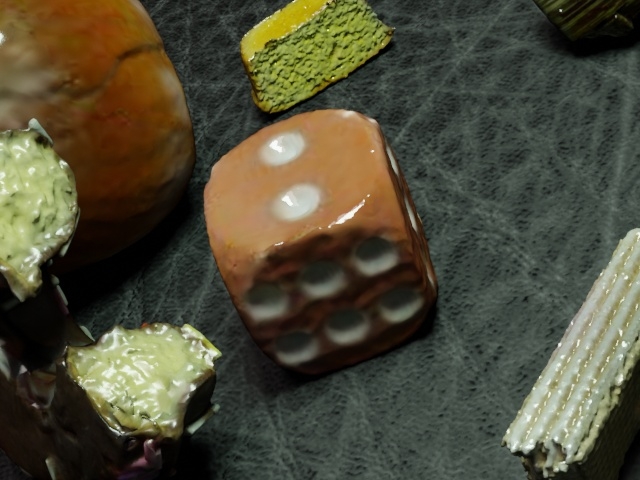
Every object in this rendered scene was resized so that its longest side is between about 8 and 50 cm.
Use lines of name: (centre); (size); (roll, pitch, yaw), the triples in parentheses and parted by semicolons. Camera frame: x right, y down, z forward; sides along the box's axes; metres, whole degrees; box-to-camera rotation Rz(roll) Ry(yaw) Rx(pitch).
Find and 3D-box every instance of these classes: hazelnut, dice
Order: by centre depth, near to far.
dice: (0.000, 0.000, 1.147); (0.175, 0.174, 0.179); (-18, 38, 10)
hazelnut: (-0.305, -0.116, 1.324); (0.315, 0.372, 0.372); (21, 56, 21)

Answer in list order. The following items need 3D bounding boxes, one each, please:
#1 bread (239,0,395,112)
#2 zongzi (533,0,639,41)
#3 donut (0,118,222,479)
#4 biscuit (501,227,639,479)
bread: (-0.010, -0.229, 1.474); (0.187, 0.103, 0.065); (-34, 36, -1)
zongzi: (0.358, -0.304, 1.229); (0.289, 0.154, 0.317); (-38, 10, 6)
donut: (-0.242, 0.081, 1.118); (0.136, 0.345, 0.259); (-33, -9, -38)
biscuit: (0.218, 0.106, 0.950); (0.062, 0.108, 0.239); (15, 53, 34)
